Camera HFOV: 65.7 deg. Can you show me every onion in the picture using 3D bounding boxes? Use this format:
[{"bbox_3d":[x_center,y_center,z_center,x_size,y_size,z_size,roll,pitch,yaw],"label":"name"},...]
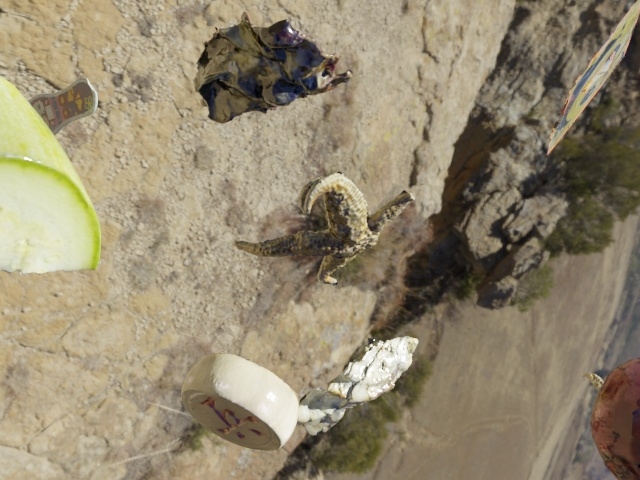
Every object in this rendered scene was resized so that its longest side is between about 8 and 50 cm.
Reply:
[{"bbox_3d":[0.340,0.178,0.458,0.150,0.150,0.140,-64,160,-7],"label":"onion"}]

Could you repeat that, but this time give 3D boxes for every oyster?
[{"bbox_3d":[-0.129,-0.282,0.862,0.221,0.361,0.096,30,68,-49],"label":"oyster"},{"bbox_3d":[0.097,0.342,1.153,0.354,0.107,0.201,-40,140,-10],"label":"oyster"}]

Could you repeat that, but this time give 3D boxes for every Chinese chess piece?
[{"bbox_3d":[-0.167,0.338,1.038,0.249,0.250,0.103,73,33,-40],"label":"Chinese chess piece"}]

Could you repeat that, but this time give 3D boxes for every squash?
[{"bbox_3d":[-0.387,-0.082,0.587,0.237,0.155,0.204,3,118,-48],"label":"squash"}]

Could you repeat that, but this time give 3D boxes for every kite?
[{"bbox_3d":[0.586,-0.340,1.061,0.327,0.013,0.377,-38,154,-29],"label":"kite"}]

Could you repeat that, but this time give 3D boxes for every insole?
[{"bbox_3d":[-0.392,-0.192,0.737,0.004,0.197,0.065,-25,105,-57],"label":"insole"}]

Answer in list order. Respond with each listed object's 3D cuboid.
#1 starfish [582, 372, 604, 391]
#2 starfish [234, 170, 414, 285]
[{"bbox_3d":[0.687,0.351,1.026,0.236,0.277,0.062,-26,130,-17],"label":"starfish"},{"bbox_3d":[0.000,0.000,1.084,0.324,0.432,0.082,4,64,-30],"label":"starfish"}]
